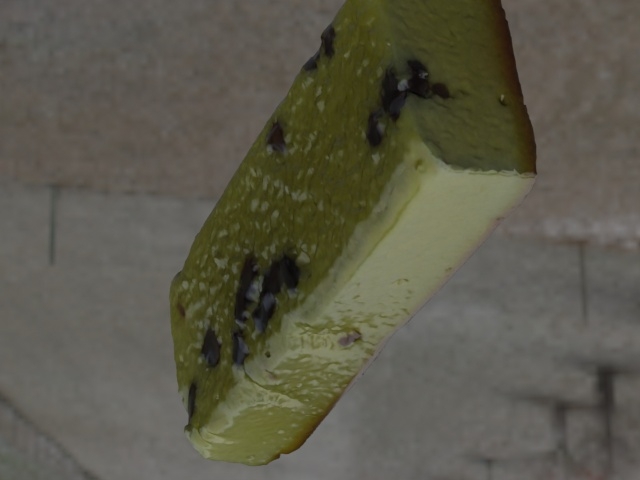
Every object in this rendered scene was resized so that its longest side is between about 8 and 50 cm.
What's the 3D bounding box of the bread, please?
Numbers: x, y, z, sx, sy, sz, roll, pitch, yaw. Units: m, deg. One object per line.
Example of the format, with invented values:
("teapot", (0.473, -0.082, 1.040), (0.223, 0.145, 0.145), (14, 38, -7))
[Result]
("bread", (0.001, 0.000, 1.005), (0.077, 0.138, 0.361), (2, 149, -25))
